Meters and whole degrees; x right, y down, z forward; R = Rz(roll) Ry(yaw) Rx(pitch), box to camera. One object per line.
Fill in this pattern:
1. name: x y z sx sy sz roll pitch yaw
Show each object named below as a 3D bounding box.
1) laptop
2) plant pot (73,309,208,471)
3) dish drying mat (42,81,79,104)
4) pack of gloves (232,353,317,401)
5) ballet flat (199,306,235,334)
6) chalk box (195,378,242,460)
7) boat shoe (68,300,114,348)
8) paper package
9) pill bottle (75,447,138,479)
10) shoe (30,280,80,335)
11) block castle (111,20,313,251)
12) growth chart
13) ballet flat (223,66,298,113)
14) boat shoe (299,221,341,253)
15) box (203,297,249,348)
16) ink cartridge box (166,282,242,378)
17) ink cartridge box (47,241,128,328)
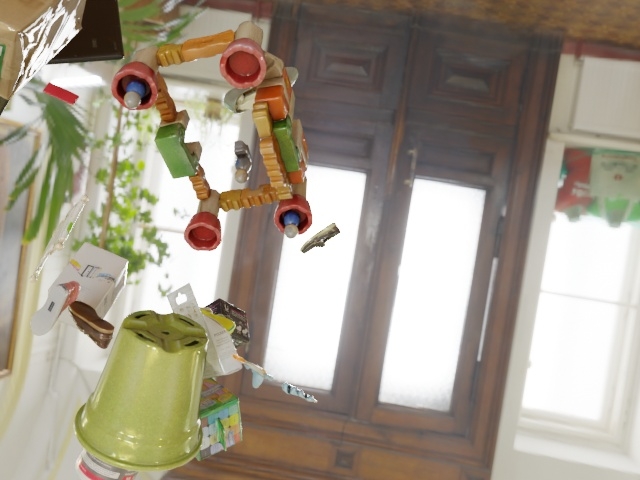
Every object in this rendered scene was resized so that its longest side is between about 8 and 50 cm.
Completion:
1. laptop: -0.813 -0.594 1.959 0.408 0.381 0.236 -8 149 -13
2. plant pot: -0.355 0.296 1.351 0.276 0.253 0.276 16 -165 -5
3. dish drying mat: -0.652 -0.369 1.606 0.083 0.032 0.008 24 158 -1
4. pack of gloves: -0.105 0.331 1.441 0.195 0.046 0.232 27 166 9
5. ballet flat: -0.338 0.236 1.895 0.231 0.077 0.077 15 -143 42
6. chalk box: -0.287 0.457 1.634 0.132 0.132 0.213 -15 -156 -37
7. boat shoe: -0.701 0.254 1.929 0.207 0.073 0.073 31 -161 35
8. paper package: -0.628 -0.461 1.152 0.325 0.309 0.168 28 137 -11
9. pill bottle: -0.558 0.542 1.836 0.176 0.318 0.176 27 -173 -3
10. shoe: -0.743 0.190 1.799 0.063 0.178 0.081 37 -164 7
11. block castle: -0.196 -0.189 1.315 0.303 0.453 0.212 -10 -140 9
12. growth chart: -0.563 -0.007 1.370 0.021 0.172 0.237 32 140 -23
13. ballet flat: -0.135 -0.366 1.584 0.213 0.072 0.068 -27 -131 -19
14. boat shoe: 0.000 0.000 2.127 0.049 0.152 0.056 52 -177 14
15. box: -0.418 0.352 2.431 0.247 0.142 0.163 -29 139 21
16. ink cartridge box: -0.288 0.221 1.563 0.066 0.232 0.189 -14 173 -34
17. ink cartridge box: -0.789 0.161 2.177 0.168 0.232 0.171 24 137 -2
